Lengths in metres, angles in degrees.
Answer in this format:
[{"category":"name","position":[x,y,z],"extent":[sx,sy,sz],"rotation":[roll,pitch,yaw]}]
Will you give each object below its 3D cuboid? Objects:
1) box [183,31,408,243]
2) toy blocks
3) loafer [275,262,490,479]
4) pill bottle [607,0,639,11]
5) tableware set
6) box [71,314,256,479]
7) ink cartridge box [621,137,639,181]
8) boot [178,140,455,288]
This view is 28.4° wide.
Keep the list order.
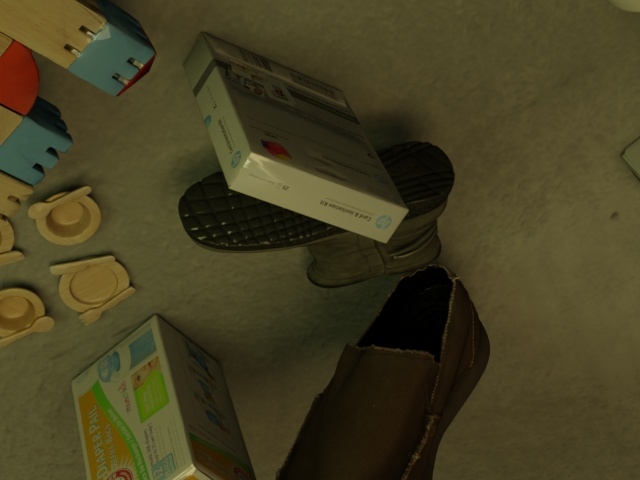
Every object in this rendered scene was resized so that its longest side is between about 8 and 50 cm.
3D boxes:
[{"category":"box","position":[-0.023,-0.084,1.003],"extent":[0.145,0.186,0.038],"rotation":[19,117,-30]},{"category":"toy blocks","position":[-0.302,-0.106,0.916],"extent":[0.381,0.190,0.261],"rotation":[-45,138,15]},{"category":"loafer","position":[0.042,0.150,1.131],"extent":[0.134,0.366,0.130],"rotation":[3,128,25]},{"category":"pill bottle","position":[0.196,-0.312,0.923],"extent":[0.169,0.169,0.301],"rotation":[-38,127,10]},{"category":"tableware set","position":[-0.248,0.022,1.108],"extent":[0.141,0.020,0.168],"rotation":[-20,129,-4]},{"category":"box","position":[-0.142,0.186,1.147],"extent":[0.114,0.203,0.103],"rotation":[-38,128,10]},{"category":"ink cartridge box","position":[0.365,-0.065,1.239],"extent":[0.088,0.052,0.122],"rotation":[-40,126,11]},{"category":"boot","position":[0.000,0.000,1.127],"extent":[0.247,0.083,0.161],"rotation":[-9,149,-10]}]
